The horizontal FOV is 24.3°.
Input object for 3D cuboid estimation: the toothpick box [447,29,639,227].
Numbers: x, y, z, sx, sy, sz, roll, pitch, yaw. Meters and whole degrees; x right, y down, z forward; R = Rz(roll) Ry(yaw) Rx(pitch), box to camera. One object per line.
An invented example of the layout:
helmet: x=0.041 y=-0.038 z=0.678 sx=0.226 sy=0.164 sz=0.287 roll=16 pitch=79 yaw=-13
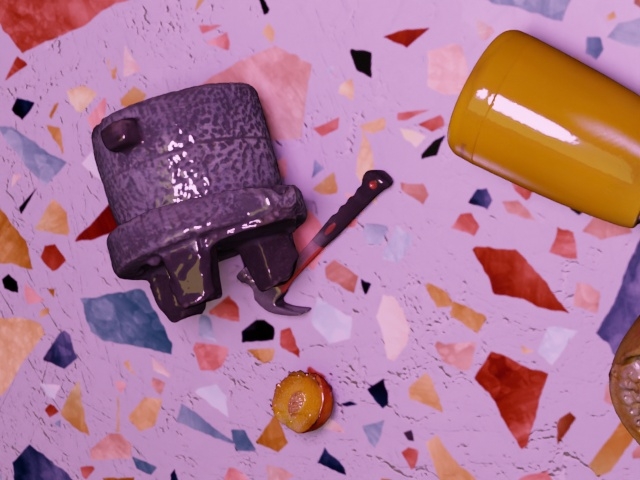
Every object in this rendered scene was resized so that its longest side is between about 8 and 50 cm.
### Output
toothpick box: x=0.309 y=-0.129 z=1.823 sx=0.271 sy=0.175 sz=0.175 roll=28 pitch=116 yaw=14

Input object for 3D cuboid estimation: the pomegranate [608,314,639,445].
pomegranate: x=0.514 y=0.191 z=1.801 sx=0.310 sy=0.216 sz=0.358 roll=29 pitch=146 yaw=17

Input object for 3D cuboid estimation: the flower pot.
flower pot: x=-0.155 y=-0.051 z=2.004 sx=0.299 sy=0.299 sz=0.283 roll=-20 pitch=81 yaw=30

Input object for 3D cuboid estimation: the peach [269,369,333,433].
peach: x=-0.020 y=0.233 z=2.162 sx=0.098 sy=0.061 sz=0.098 roll=-6 pitch=79 yaw=35

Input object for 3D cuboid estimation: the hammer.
hammer: x=0.000 y=0.000 z=2.099 sx=0.111 sy=0.033 sz=0.287 roll=47 pitch=120 yaw=9
